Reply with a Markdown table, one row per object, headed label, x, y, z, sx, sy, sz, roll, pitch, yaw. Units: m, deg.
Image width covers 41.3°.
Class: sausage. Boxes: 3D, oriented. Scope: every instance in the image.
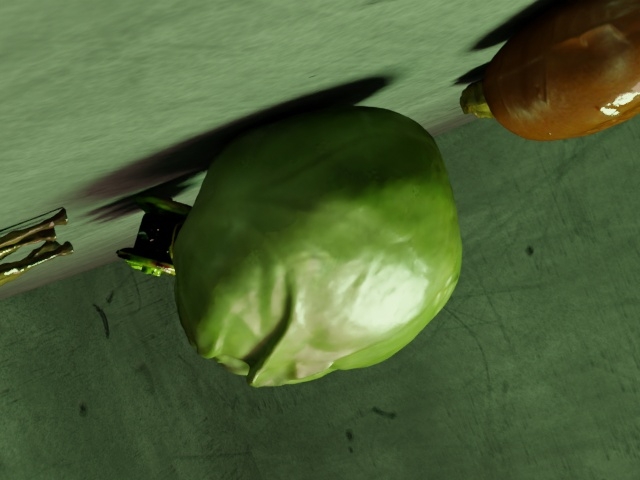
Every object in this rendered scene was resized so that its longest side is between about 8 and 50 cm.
| label | x | y | z | sx | sy | sz | roll | pitch | yaw |
| --- | --- | --- | --- | --- | --- | --- | --- | --- | --- |
| sausage | 0.233 | -0.156 | 0.786 | 0.133 | 0.133 | 0.258 | -21 | -177 | -10 |

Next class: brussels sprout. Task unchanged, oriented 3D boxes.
| label | x | y | z | sx | sy | sz | roll | pitch | yaw |
| --- | --- | --- | --- | --- | --- | --- | --- | --- | --- |
| brussels sprout | 0.000 | 0.000 | 0.872 | 0.328 | 0.247 | 0.328 | -8 | 140 | -7 |

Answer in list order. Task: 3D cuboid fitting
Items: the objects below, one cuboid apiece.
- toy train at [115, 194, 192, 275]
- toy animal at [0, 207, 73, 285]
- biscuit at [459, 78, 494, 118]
| label | x | y | z | sx | sy | sz | roll | pitch | yaw |
| --- | --- | --- | --- | --- | --- | --- | --- | --- | --- |
| toy train | -0.175 | 0.005 | 1.126 | 0.160 | 0.101 | 0.296 | 13 | 178 | -7 |
| toy animal | -0.350 | 0.029 | 0.824 | 0.149 | 0.054 | 0.275 | -23 | 180 | 35 |
| biscuit | 0.358 | -0.213 | 1.153 | 0.335 | 0.078 | 0.329 | -3 | -174 | 11 |
